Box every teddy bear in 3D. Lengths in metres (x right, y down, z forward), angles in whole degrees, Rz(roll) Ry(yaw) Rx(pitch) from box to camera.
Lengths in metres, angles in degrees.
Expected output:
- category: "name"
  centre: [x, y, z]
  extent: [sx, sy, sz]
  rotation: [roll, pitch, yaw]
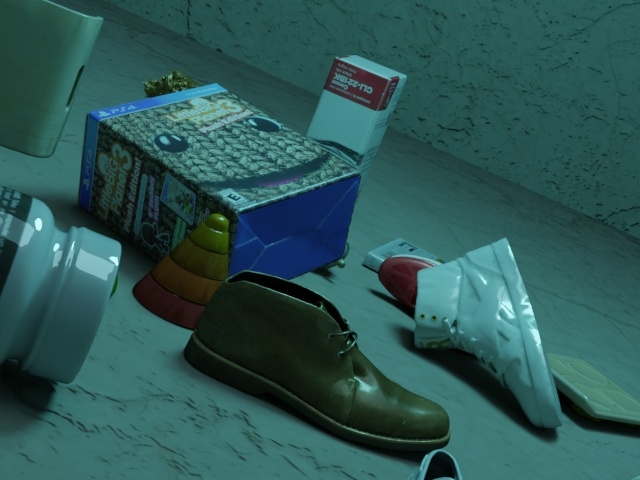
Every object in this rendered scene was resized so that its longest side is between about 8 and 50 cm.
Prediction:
- category: "teddy bear"
  centre: [-0.202, -0.222, 2.345]
  extent: [0.245, 0.113, 0.338]
  rotation: [34, 8, 9]

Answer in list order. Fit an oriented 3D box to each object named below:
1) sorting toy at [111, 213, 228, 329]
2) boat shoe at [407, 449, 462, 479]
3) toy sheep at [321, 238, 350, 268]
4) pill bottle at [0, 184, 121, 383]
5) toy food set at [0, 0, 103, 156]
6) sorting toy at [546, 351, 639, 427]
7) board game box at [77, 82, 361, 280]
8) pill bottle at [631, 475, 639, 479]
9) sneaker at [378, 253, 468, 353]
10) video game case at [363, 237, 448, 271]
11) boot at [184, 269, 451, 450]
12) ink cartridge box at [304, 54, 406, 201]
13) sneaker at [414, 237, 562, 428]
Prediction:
- category: "sorting toy"
  centre: [-0.246, -0.009, 1.382]
  extent: [0.366, 0.126, 0.127]
  rotation: [19, 15, -26]
- category: "boat shoe"
  centre: [0.109, 0.249, 1.147]
  extent: [0.066, 0.063, 0.184]
  rotation: [26, 13, 4]
- category: "toy sheep"
  centre: [0.000, 0.000, 1.860]
  extent: [0.091, 0.091, 0.132]
  rotation: [13, 33, -41]
- category: "pill bottle"
  centre: [-0.328, 0.018, 1.058]
  extent: [0.283, 0.161, 0.161]
  rotation: [21, 14, -16]
- category: "toy food set"
  centre: [-0.487, -0.271, 1.749]
  extent: [0.306, 0.219, 0.092]
  rotation: [20, 15, -19]
- category: "sorting toy"
  centre: [0.391, 0.221, 1.811]
  extent: [0.208, 0.038, 0.193]
  rotation: [19, 14, -38]
- category: "board game box"
  centre: [-0.135, -0.069, 1.621]
  extent: [0.291, 0.141, 0.232]
  rotation: [33, 36, 31]
- category: "pill bottle"
  centre: [0.379, 0.305, 1.445]
  extent: [0.043, 0.043, 0.083]
  rotation: [26, 13, 8]
- category: "sneaker"
  centre: [0.178, 0.093, 1.813]
  extent: [0.221, 0.087, 0.128]
  rotation: [26, 12, 10]
- category: "video game case"
  centre: [0.193, 0.062, 2.077]
  extent: [0.206, 0.026, 0.227]
  rotation: [27, 13, 12]
- category: "boot"
  centre: [0.015, 0.132, 1.324]
  extent: [0.305, 0.115, 0.112]
  rotation: [24, 12, -7]
- category: "ink cartridge box"
  centre: [0.047, -0.195, 2.276]
  extent: [0.114, 0.272, 0.197]
  rotation: [23, 13, 8]
- category: "sneaker"
  centre: [0.217, 0.145, 1.675]
  extent: [0.108, 0.169, 0.292]
  rotation: [64, 10, -51]
